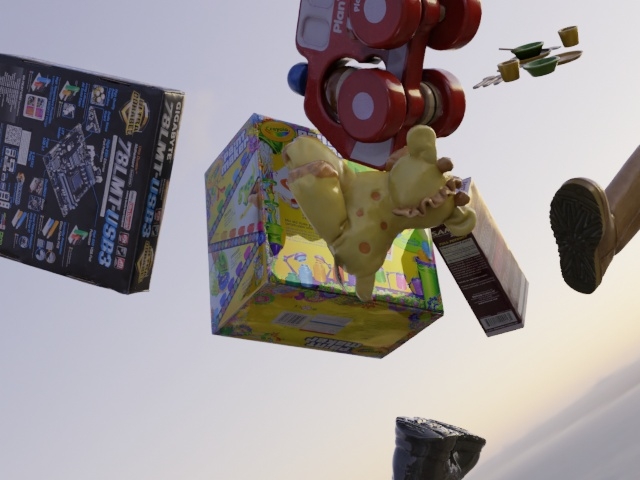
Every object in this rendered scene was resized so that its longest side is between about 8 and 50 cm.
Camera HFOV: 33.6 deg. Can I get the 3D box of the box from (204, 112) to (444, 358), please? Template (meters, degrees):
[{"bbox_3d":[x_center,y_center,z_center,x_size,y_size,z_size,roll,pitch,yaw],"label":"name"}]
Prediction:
[{"bbox_3d":[0.000,0.000,1.560,0.290,0.279,0.177,12,-34,-28],"label":"box"}]

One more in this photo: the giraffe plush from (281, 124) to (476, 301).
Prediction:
[{"bbox_3d":[0.075,-0.051,1.210,0.170,0.210,0.181,-29,-43,8],"label":"giraffe plush"}]

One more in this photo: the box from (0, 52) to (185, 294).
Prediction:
[{"bbox_3d":[-0.357,-0.099,1.520,0.073,0.293,0.295,-13,-64,-69],"label":"box"}]

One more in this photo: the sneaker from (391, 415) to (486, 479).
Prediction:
[{"bbox_3d":[0.155,0.320,1.508,0.286,0.109,0.130,24,-100,-64],"label":"sneaker"}]

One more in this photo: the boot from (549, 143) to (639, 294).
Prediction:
[{"bbox_3d":[0.464,-0.077,1.665,0.269,0.089,0.236,-45,-35,-28],"label":"boot"}]

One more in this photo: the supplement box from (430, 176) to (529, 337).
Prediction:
[{"bbox_3d":[0.266,0.029,1.775,0.073,0.239,0.130,-19,27,26],"label":"supplement box"}]

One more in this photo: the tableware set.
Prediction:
[{"bbox_3d":[0.229,-0.197,1.116,0.104,0.024,0.154,-5,19,38],"label":"tableware set"}]

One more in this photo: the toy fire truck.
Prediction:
[{"bbox_3d":[0.063,-0.261,1.462,0.169,0.254,0.302,-10,-65,-45],"label":"toy fire truck"}]
